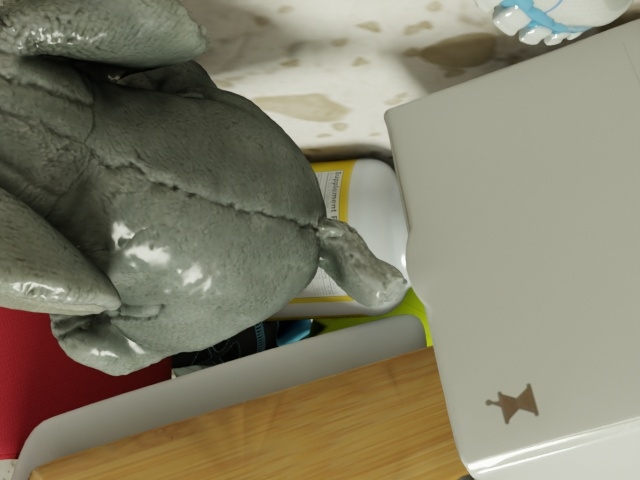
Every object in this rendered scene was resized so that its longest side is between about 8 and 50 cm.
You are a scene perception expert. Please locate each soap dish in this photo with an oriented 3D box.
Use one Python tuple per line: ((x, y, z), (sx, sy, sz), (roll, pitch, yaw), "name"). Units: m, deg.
((-0.051, 0.168, 0.638), (0.291, 0.118, 0.229), (-12, 152, -32), "soap dish")

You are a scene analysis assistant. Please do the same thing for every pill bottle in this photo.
((0.000, 0.000, 0.654), (0.184, 0.103, 0.103), (-3, 165, 15), "pill bottle")

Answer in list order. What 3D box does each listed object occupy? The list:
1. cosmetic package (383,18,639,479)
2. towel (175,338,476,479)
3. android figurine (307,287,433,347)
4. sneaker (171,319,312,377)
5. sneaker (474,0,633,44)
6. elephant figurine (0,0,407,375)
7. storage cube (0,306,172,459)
((0.172, 0.077, 0.557), (0.155, 0.197, 0.365), (-18, 146, 13), "cosmetic package")
((-0.033, 0.183, 0.833), (0.329, 0.237, 0.037), (-12, 130, -31), "towel")
((0.104, 0.072, 0.792), (0.273, 0.056, 0.248), (32, 136, -17), "android figurine")
((-0.123, 0.059, 0.921), (0.140, 0.125, 0.341), (-29, 157, 13), "sneaker")
((0.065, -0.117, 0.287), (0.083, 0.071, 0.191), (-18, 158, 35), "sneaker")
((-0.115, -0.032, 0.403), (0.186, 0.169, 0.239), (-32, 152, 15), "elephant figurine")
((-0.230, 0.054, 0.666), (0.184, 0.215, 0.193), (-10, 168, 34), "storage cube")
